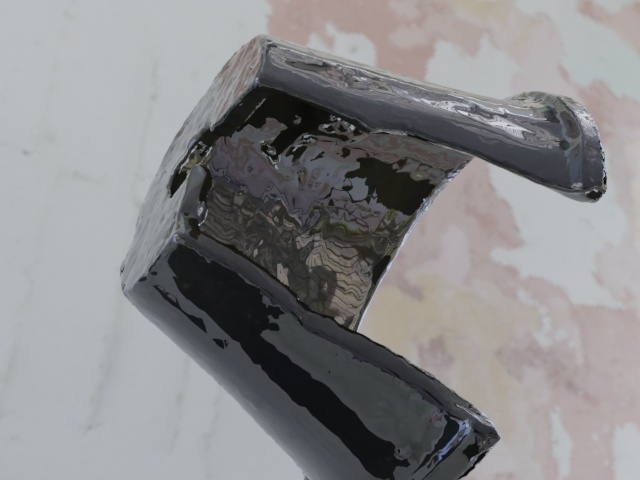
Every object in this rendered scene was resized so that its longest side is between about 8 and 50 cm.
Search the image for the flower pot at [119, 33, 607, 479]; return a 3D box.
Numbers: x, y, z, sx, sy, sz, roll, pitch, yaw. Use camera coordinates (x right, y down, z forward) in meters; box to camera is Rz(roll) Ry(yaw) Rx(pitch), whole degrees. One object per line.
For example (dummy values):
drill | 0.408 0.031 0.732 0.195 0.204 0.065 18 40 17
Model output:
flower pot | 0.000 0.000 0.961 0.251 0.379 0.379 27 -135 -17
